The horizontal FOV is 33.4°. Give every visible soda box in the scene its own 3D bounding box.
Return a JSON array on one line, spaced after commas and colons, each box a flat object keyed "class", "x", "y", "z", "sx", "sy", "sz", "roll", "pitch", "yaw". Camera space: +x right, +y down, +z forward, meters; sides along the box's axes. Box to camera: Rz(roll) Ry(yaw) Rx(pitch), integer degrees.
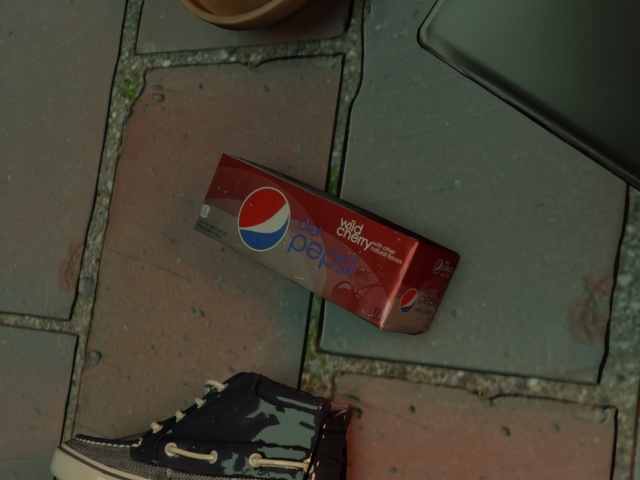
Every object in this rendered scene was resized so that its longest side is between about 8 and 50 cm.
[{"class": "soda box", "x": 0.000, "y": 0.000, "z": 1.061, "sx": 0.263, "sy": 0.083, "sz": 0.092, "roll": 26, "pitch": 96, "yaw": 35}]

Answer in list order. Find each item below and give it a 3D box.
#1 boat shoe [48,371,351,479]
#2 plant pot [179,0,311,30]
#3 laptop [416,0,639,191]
[{"class": "boat shoe", "x": -0.119, "y": 0.205, "z": 1.088, "sx": 0.341, "sy": 0.127, "sz": 0.158, "roll": 9, "pitch": 78, "yaw": 28}, {"class": "plant pot", "x": -0.046, "y": -0.331, "z": 1.150, "sx": 0.237, "sy": 0.110, "sz": 0.237, "roll": -8, "pitch": 76, "yaw": 34}, {"class": "laptop", "x": 0.347, "y": -0.200, "z": 0.699, "sx": 0.382, "sy": 0.408, "sz": 0.236, "roll": 35, "pitch": 137, "yaw": 8}]
